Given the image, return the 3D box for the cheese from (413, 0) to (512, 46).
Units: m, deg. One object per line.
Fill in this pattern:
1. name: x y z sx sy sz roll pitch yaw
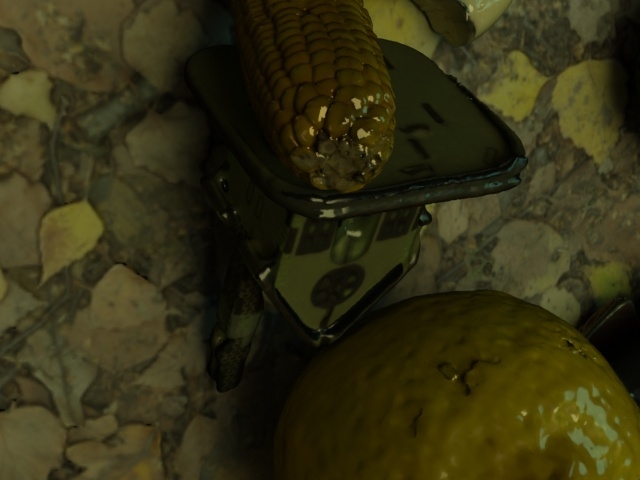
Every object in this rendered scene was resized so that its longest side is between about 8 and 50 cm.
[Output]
1. cheese: 0.133 -0.287 0.765 0.163 0.070 0.249 43 79 -32

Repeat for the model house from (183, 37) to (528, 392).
1. model house: 0.000 0.000 0.718 0.218 0.205 0.279 -10 136 -27

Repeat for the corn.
1. corn: -0.014 -0.145 0.596 0.101 0.313 0.102 -6 139 -5

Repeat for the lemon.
1. lemon: 0.109 0.195 0.712 0.336 0.336 0.336 -8 105 -30

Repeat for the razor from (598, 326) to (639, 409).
1. razor: 0.370 0.166 0.941 0.349 0.113 0.205 -28 120 -23

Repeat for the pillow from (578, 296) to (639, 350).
1. pillow: 0.286 0.176 0.983 0.232 0.043 0.126 -48 124 -13

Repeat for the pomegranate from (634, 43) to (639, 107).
1. pomegranate: 0.442 -0.168 0.877 0.214 0.248 0.214 -9 111 -25
